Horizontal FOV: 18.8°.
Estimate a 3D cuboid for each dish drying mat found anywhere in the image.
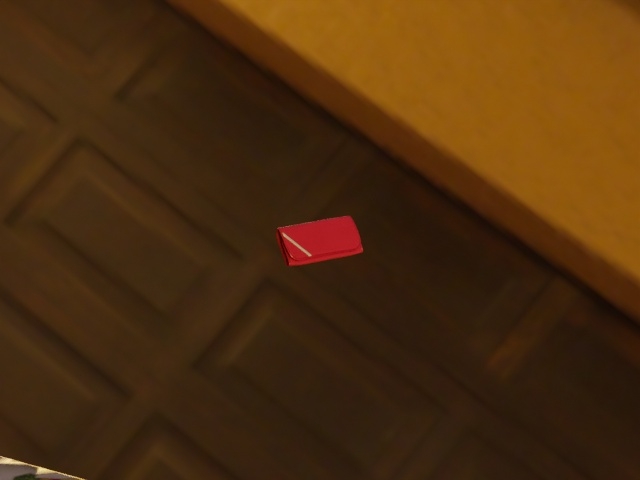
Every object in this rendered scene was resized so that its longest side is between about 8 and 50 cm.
[{"bbox_3d":[0.000,0.000,1.493,0.008,0.083,0.032,-30,-103,43],"label":"dish drying mat"}]

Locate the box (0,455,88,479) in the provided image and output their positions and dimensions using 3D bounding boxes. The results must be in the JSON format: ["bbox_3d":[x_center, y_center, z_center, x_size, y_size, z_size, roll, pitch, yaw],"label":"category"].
[{"bbox_3d":[-0.098,0.171,0.979,0.324,0.063,0.067,10,-62,38],"label":"box"}]
